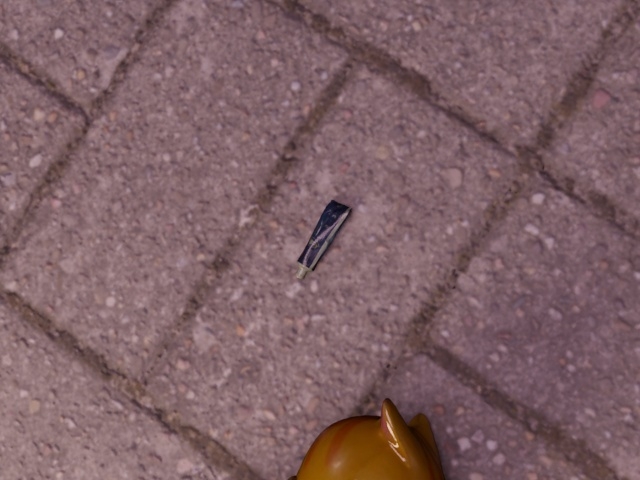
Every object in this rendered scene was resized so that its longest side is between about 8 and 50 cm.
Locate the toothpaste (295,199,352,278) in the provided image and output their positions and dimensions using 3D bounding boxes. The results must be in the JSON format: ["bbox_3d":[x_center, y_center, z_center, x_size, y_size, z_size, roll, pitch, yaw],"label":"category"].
[{"bbox_3d":[0.000,0.000,1.541,0.027,0.019,0.083,30,90,33],"label":"toothpaste"}]

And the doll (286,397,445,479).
[{"bbox_3d":[0.002,0.272,1.446,0.269,0.166,0.162,-36,79,7],"label":"doll"}]
